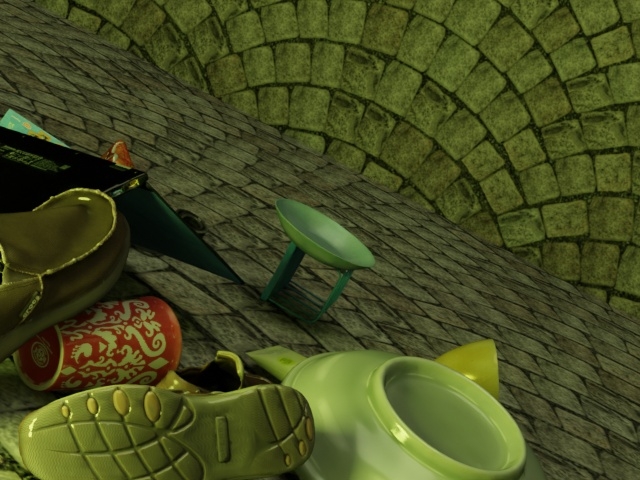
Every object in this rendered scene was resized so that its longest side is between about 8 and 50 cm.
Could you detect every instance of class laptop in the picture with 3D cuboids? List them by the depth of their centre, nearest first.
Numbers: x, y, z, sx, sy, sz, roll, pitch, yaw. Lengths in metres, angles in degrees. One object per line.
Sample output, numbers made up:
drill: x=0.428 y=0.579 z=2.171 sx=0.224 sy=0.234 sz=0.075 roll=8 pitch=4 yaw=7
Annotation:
laptop: x=-0.388 y=-0.010 z=1.630 sx=0.382 sy=0.236 sz=0.408 roll=17 pitch=34 yaw=38

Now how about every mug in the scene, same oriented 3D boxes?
mug: x=-0.273 y=0.123 z=1.382 sx=0.150 sy=0.113 sz=0.169 roll=1 pitch=0 yaw=38

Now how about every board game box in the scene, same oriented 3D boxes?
board game box: x=-0.392 y=-0.105 z=1.814 sx=0.211 sy=0.039 sz=0.160 roll=32 pitch=-18 yaw=-4

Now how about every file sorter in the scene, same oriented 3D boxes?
file sorter: x=-0.012 y=0.059 z=2.043 sx=0.104 sy=0.118 sz=0.170 roll=31 pitch=14 yaw=7

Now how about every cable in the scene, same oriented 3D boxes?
cable: x=-0.260 y=-0.032 z=2.031 sx=0.139 sy=0.072 sz=0.287 roll=39 pitch=18 yaw=28

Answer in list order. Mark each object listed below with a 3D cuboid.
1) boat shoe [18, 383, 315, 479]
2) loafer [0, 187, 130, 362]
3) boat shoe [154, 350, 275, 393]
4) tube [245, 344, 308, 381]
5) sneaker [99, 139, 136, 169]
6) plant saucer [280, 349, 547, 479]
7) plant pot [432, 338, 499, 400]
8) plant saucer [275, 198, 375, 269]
boat shoe: x=-0.163 y=0.210 z=1.238 sx=0.324 sy=0.123 sz=0.116 roll=6 pitch=-12 yaw=-34
loafer: x=-0.325 y=0.028 z=1.252 sx=0.134 sy=0.130 sz=0.366 roll=12 pitch=33 yaw=21
boat shoe: x=-0.112 y=0.182 z=1.426 sx=0.095 sy=0.095 sz=0.257 roll=31 pitch=14 yaw=21
tube: x=0.010 y=0.208 z=1.646 sx=0.240 sy=0.062 sz=0.070 roll=29 pitch=-25 yaw=26
sneaker: x=-0.388 y=-0.144 z=2.285 sx=0.067 sy=0.064 sz=0.175 roll=42 pitch=13 yaw=-20
plant saucer: x=0.141 y=0.248 z=1.472 sx=0.400 sy=0.100 sz=0.400 roll=24 pitch=24 yaw=-12
plant pot: x=0.225 y=0.222 z=1.876 sx=0.095 sy=0.134 sz=0.134 roll=0 pitch=15 yaw=0
plant saucer: x=0.000 y=0.000 z=1.957 sx=0.195 sy=0.037 sz=0.195 roll=30 pitch=14 yaw=-9
